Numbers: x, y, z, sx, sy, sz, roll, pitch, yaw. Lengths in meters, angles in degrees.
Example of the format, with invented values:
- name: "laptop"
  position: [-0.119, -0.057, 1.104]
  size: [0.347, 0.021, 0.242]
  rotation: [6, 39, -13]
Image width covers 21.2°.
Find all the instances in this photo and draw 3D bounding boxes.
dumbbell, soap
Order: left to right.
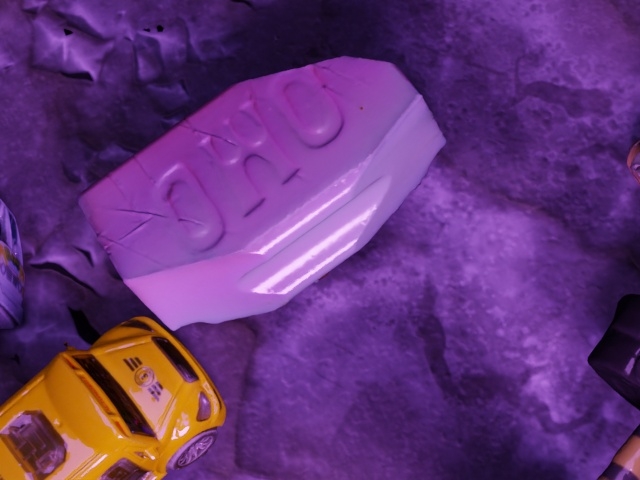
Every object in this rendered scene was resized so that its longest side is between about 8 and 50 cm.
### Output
- name: "soap"
  position: [-0.048, -0.053, 1.621]
  size: [0.324, 0.109, 0.193]
  rotation: [-35, 55, 0]
- name: "dumbbell"
  position: [0.259, 0.206, 1.468]
  size: [0.185, 0.185, 0.388]
  rotation: [34, 84, 18]

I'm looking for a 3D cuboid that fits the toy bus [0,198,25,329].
- name: "toy bus"
  position: [-0.457, 0.020, 1.716]
  size: [0.329, 0.109, 0.136]
  rotation: [1, 64, 11]

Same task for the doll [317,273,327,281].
- name: "doll"
  position: [0.005, 0.003, 1.655]
  size: [0.085, 0.040, 0.058]
  rotation: [-28, 61, 4]

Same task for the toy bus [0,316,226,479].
- name: "toy bus"
  position: [-0.254, 0.209, 1.593]
  size: [0.330, 0.152, 0.144]
  rotation: [-41, 70, -1]

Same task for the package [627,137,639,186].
- name: "package"
  position: [0.446, -0.103, 1.550]
  size: [0.311, 0.221, 0.165]
  rotation: [-38, 31, 2]
